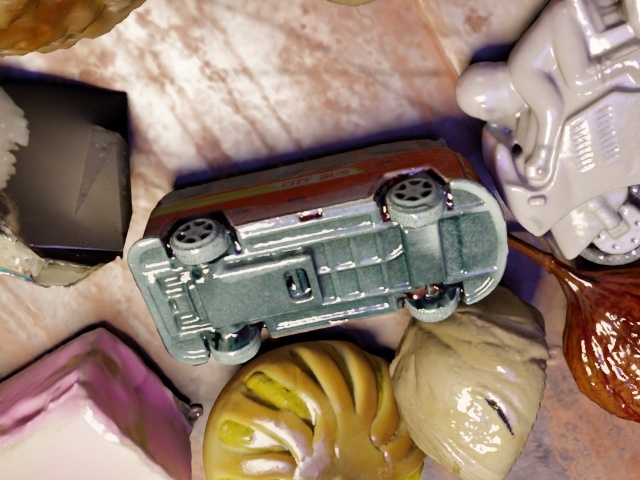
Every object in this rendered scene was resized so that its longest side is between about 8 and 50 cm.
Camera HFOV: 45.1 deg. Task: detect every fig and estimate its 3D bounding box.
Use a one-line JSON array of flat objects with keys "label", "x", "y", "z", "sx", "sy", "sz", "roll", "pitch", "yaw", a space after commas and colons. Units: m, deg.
[{"label": "fig", "x": 0.243, "y": 0.051, "z": 0.631, "sx": 0.146, "sy": 0.134, "sz": 0.201, "roll": -44, "pitch": 105, "yaw": 11}]

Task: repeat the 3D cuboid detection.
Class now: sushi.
[{"label": "sushi", "x": -0.277, "y": -0.045, "z": 0.559, "sx": 0.272, "sy": 0.134, "sz": 0.109, "roll": 7, "pitch": 152, "yaw": -18}]

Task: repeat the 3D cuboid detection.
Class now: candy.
[{"label": "candy", "x": -0.255, "y": 0.205, "z": 0.705, "sx": 0.265, "sy": 0.116, "sz": 0.155, "roll": -29, "pitch": 121, "yaw": 16}]

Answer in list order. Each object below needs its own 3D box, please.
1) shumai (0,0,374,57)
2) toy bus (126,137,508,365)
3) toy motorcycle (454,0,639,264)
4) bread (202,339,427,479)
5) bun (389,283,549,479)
[{"label": "shumai", "x": -0.052, "y": -0.196, "z": 0.372, "sx": 0.262, "sy": 0.314, "sz": 0.267, "roll": 12, "pitch": 107, "yaw": -14}, {"label": "toy bus", "x": 0.000, "y": 0.000, "z": 0.587, "sx": 0.264, "sy": 0.120, "sz": 0.121, "roll": -12, "pitch": 124, "yaw": 4}, {"label": "toy motorcycle", "x": 0.181, "y": -0.103, "z": 0.549, "sx": 0.170, "sy": 0.110, "sz": 0.260, "roll": 4, "pitch": 116, "yaw": 8}, {"label": "bread", "x": 0.003, "y": 0.189, "z": 0.692, "sx": 0.213, "sy": 0.105, "sz": 0.214, "roll": -4, "pitch": 104, "yaw": -16}, {"label": "bun", "x": 0.114, "y": 0.107, "z": 0.629, "sx": 0.113, "sy": 0.167, "sz": 0.173, "roll": 18, "pitch": 144, "yaw": 5}]
